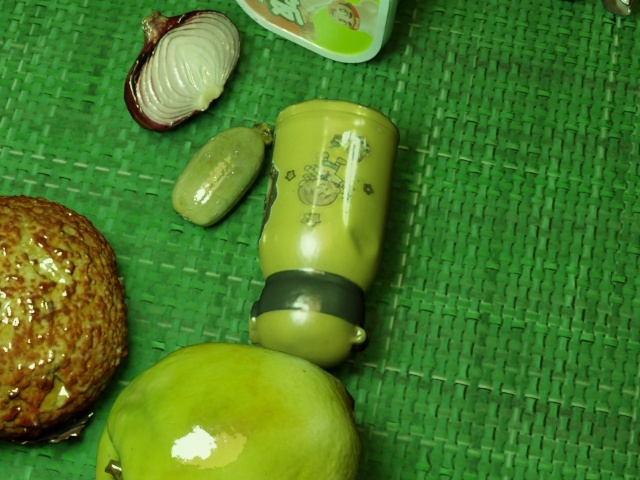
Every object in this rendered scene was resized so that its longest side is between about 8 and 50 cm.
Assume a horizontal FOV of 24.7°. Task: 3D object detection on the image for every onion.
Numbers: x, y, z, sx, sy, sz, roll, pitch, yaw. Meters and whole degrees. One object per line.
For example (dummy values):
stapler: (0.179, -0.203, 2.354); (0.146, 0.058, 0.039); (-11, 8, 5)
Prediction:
onion: (-0.209, -0.245, 2.064); (0.206, 0.098, 0.151); (-43, 99, -23)

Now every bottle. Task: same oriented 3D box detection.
bottle: (0.000, 0.000, 1.927); (0.172, 0.171, 0.351); (8, 67, 3)

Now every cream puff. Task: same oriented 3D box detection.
cream puff: (-0.409, 0.086, 1.859); (0.351, 0.228, 0.350); (1, 65, -1)

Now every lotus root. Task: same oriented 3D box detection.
lotus root: (-0.132, -0.099, 2.018); (0.090, 0.077, 0.183); (38, 73, 14)

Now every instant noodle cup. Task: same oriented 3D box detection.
instant noodle cup: (0.047, -0.463, 2.089); (0.294, 0.294, 0.308); (27, 62, 10)

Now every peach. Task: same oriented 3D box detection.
peach: (-0.110, 0.263, 1.758); (0.316, 0.281, 0.314); (3, 61, -8)

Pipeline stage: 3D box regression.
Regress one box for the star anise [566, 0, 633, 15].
star anise: (0.414, -0.437, 2.160); (0.236, 0.093, 0.229); (-37, 73, -13)
